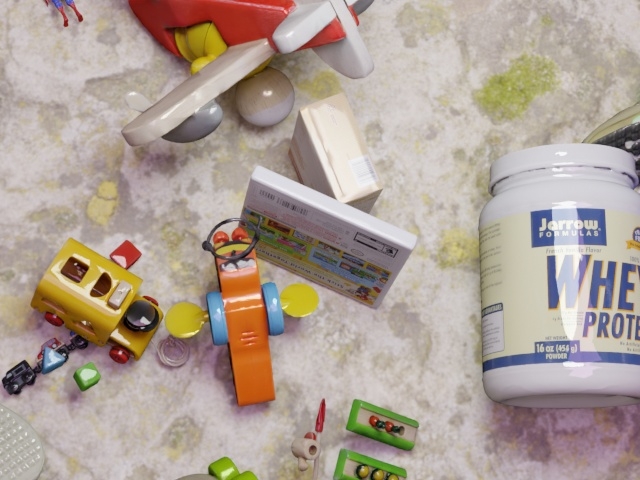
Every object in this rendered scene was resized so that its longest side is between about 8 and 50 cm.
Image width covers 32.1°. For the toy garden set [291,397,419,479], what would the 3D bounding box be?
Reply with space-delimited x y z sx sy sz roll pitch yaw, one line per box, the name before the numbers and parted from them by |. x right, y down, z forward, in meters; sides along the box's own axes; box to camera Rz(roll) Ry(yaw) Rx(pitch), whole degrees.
toy garden set | 0.030 0.326 1.443 0.203 0.049 0.244 25 73 -32

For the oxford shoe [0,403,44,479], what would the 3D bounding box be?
oxford shoe | -0.583 0.269 1.414 0.449 0.130 0.169 6 41 -16

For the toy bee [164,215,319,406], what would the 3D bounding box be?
toy bee | -0.096 0.063 1.476 0.195 0.298 0.162 9 31 -19

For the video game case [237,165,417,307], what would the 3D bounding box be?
video game case | 0.000 0.000 1.491 0.226 0.206 0.026 24 62 0

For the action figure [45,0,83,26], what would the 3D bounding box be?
action figure | -0.389 -0.365 1.634 0.038 0.030 0.115 -26 75 -17

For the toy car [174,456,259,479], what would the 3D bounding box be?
toy car | -0.139 0.405 1.434 0.155 0.149 0.189 -25 104 -23

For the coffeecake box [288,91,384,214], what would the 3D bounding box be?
coffeecake box | 0.017 -0.098 1.526 0.068 0.185 0.142 -21 79 -11

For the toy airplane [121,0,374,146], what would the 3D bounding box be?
toy airplane | -0.075 -0.270 1.510 0.385 0.273 0.384 -11 40 3

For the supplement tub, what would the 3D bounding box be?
supplement tub | 0.331 0.054 1.495 0.235 0.235 0.325 2 76 -5

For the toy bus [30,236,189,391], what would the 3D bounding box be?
toy bus | -0.279 0.084 1.473 0.202 0.104 0.191 -13 73 -26

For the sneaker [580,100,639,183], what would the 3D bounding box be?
sneaker | 0.545 -0.229 1.665 0.410 0.158 0.182 -28 49 -10

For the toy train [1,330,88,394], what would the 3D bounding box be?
toy train | -0.363 0.152 1.510 0.158 0.027 0.036 -35 72 -13
